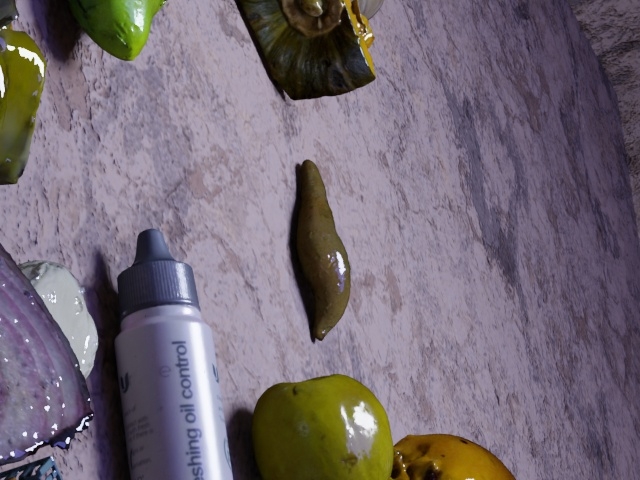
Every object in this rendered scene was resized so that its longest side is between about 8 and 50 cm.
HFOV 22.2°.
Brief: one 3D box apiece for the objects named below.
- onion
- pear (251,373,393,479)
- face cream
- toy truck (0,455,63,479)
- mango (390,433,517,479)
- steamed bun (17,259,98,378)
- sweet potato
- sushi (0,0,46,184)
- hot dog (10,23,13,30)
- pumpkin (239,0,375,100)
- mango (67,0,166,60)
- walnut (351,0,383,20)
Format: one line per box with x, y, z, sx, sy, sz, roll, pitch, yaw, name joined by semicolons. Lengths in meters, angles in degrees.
-0.296;0.075;1.086;0.247;0.111;0.250;54;30;17;onion
0.005;0.213;1.659;0.162;0.149;0.149;69;21;3;pear
-0.133;0.136;1.451;0.092;0.092;0.311;32;45;-60;face cream
-0.248;0.199;1.002;0.115;0.178;0.080;-56;125;-74;toy truck
0.168;0.336;1.964;0.287;0.153;0.201;49;21;-51;mango
-0.231;0.078;1.247;0.130;0.091;0.112;-60;133;-66;steamed bun
-0.001;-0.003;1.944;0.069;0.059;0.249;76;4;-60;sweet potato
-0.313;-0.127;0.935;0.328;0.328;0.285;-73;156;-78;sushi
-0.325;-0.178;1.248;0.269;0.072;0.109;38;41;-53;hot dog
-0.021;-0.333;2.042;0.190;0.139;0.280;-64;134;-61;pumpkin
-0.192;-0.268;1.597;0.125;0.111;0.232;40;38;-47;mango
0.023;-0.364;2.175;0.140;0.140;0.162;-33;112;-68;walnut
